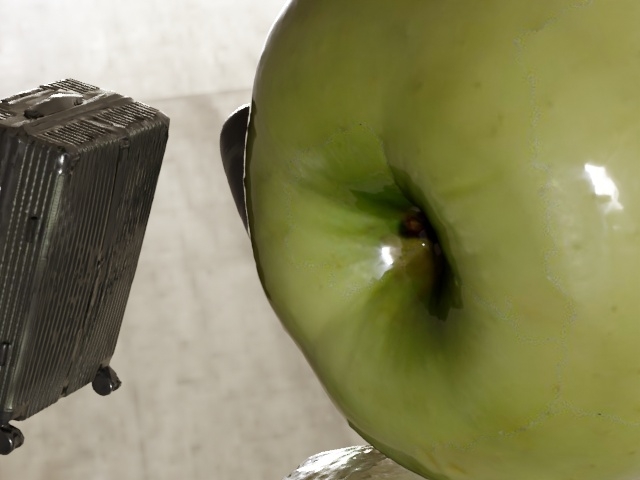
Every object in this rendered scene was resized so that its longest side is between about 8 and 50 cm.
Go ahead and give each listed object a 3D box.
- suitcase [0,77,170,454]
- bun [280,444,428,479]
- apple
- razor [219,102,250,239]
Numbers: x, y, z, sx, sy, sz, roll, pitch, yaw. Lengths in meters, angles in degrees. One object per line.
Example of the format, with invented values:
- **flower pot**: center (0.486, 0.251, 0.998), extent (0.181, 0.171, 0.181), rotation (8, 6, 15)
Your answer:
- **suitcase**: center (-0.286, 0.016, 1.848), extent (0.229, 0.152, 0.335), rotation (-31, 141, -62)
- **bun**: center (-0.014, 0.358, 1.703), extent (0.364, 0.202, 0.364), rotation (18, 90, -85)
- **apple**: center (0.180, -0.049, 1.297), extent (0.473, 0.473, 0.474), rotation (173, -90, -83)
- **razor**: center (-0.002, 0.000, 2.025), extent (0.204, 0.113, 0.349), rotation (29, 31, -49)
